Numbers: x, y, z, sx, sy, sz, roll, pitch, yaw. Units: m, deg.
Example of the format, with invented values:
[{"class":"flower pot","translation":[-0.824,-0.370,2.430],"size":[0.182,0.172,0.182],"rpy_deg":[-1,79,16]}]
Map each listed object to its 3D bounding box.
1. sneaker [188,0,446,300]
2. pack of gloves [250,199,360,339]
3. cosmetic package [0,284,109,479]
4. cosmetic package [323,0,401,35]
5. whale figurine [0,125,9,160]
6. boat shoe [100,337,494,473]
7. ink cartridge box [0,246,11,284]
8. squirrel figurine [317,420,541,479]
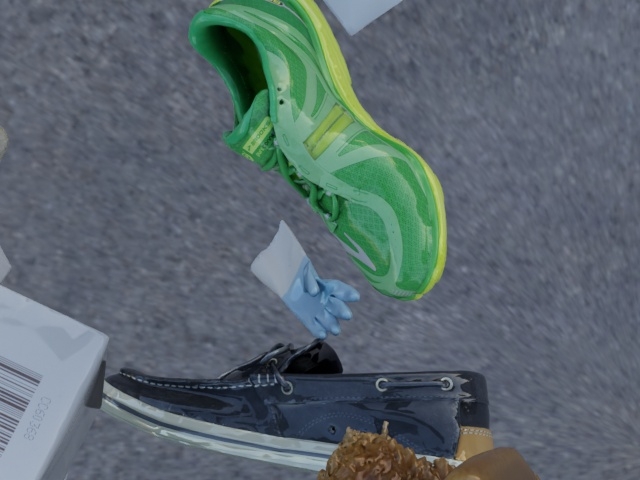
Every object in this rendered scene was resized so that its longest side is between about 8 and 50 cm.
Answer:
[{"class":"sneaker","translation":[-0.011,-0.069,1.059],"size":[0.295,0.123,0.109],"rpy_deg":[57,140,18]},{"class":"pack of gloves","translation":[0.000,0.000,1.673],"size":[0.195,0.046,0.232],"rpy_deg":[-59,37,8]},{"class":"cosmetic package","translation":[-0.329,0.197,1.396],"size":[0.156,0.385,0.217],"rpy_deg":[26,69,-3]},{"class":"cosmetic package","translation":[0.027,-0.476,1.791],"size":[0.097,0.377,0.284],"rpy_deg":[-31,111,31]},{"class":"whale figurine","translation":[-0.439,-0.084,1.298],"size":[0.272,0.141,0.216],"rpy_deg":[4,110,-18]},{"class":"boat shoe","translation":[-0.031,0.194,1.624],"size":[0.500,0.187,0.156],"rpy_deg":[6,79,19]},{"class":"ink cartridge box","translation":[-0.534,0.036,1.834],"size":[0.176,0.127,0.128],"rpy_deg":[-10,120,22]},{"class":"squirrel figurine","translation":[0.036,0.321,1.174],"size":[0.370,0.397,0.281],"rpy_deg":[-16,94,21]}]
